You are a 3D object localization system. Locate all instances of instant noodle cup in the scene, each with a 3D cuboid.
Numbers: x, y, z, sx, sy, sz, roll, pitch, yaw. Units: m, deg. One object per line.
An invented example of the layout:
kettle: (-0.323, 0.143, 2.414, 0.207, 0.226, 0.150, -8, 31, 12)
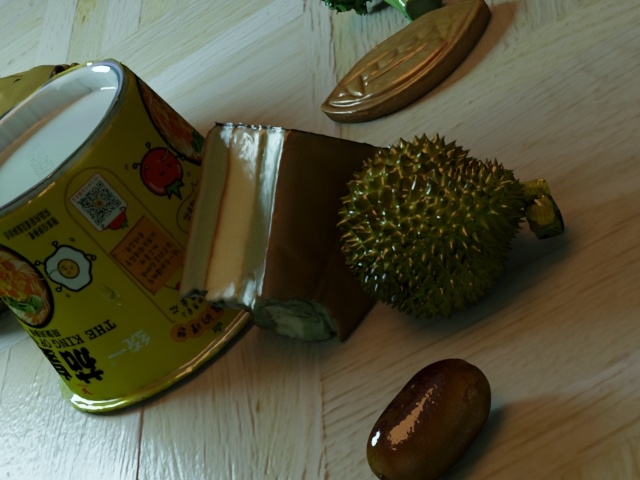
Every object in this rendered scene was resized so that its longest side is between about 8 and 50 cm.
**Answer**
instant noodle cup: (-0.225, -0.020, 1.895, 0.326, 0.254, 0.325, -30, 28, 18)

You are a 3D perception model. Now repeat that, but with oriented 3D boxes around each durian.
durian: (0.098, -0.013, 1.605, 0.198, 0.146, 0.159, 4, 50, 53)

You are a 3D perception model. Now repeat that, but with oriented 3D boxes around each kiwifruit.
kiwifruit: (0.088, 0.150, 1.459, 0.124, 0.075, 0.075, -47, 28, -23)

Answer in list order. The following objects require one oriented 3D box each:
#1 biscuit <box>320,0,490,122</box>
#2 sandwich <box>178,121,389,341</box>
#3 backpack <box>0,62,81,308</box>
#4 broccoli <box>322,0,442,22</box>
biscuit: (0.094, -0.198, 2.008, 0.221, 0.029, 0.142, -31, 29, 15)
sandwich: (0.000, 0.000, 1.757, 0.155, 0.227, 0.198, 9, 90, 53)
backpack: (-0.382, -0.075, 2.192, 0.378, 0.201, 0.353, -35, 28, 39)
broccoli: (0.083, -0.327, 2.125, 0.220, 0.194, 0.194, -22, 24, -16)
